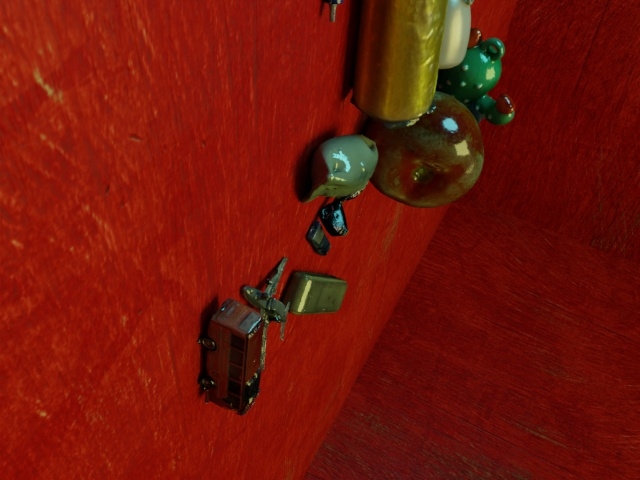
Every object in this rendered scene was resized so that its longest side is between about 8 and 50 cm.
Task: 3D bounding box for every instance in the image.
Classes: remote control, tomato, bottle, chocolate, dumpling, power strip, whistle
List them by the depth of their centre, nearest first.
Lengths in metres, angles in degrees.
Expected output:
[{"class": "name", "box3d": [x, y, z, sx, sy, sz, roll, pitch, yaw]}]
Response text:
[{"class": "whistle", "box3d": [0.020, -0.361, 0.938, 0.033, 0.029, 0.083, -73, 170, -56]}, {"class": "chocolate", "box3d": [0.144, -0.399, 1.058, 0.162, 0.162, 0.445, -56, 161, -35]}, {"class": "dumpling", "box3d": [0.034, -0.119, 1.199, 0.217, 0.105, 0.149, -40, 150, -61]}, {"class": "bottle", "box3d": [0.242, -0.485, 1.311, 0.147, 0.148, 0.236, -51, 154, -46]}, {"class": "chocolate", "box3d": [0.045, -0.079, 1.376, 0.070, 0.072, 0.147, 88, 23, -52]}, {"class": "remote control", "box3d": [-0.001, -0.001, 1.412, 0.043, 0.027, 0.152, -60, 162, -10]}, {"class": "tomato", "box3d": [0.227, -0.213, 1.440, 0.270, 0.270, 0.222, 96, -1, -48]}, {"class": "power strip", "box3d": [-0.005, 0.124, 1.525, 0.092, 0.066, 0.387, -69, 163, 0]}]

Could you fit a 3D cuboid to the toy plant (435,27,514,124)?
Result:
[{"class": "toy plant", "box3d": [0.323, -0.341, 1.553, 0.185, 0.279, 0.400, -14, 156, -27]}]

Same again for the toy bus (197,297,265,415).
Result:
[{"class": "toy bus", "box3d": [-0.146, 0.198, 1.070, 0.073, 0.096, 0.234, -49, 156, -43]}]

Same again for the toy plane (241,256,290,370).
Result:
[{"class": "toy plane", "box3d": [-0.097, 0.124, 1.203, 0.226, 0.058, 0.226, 72, 27, -69]}]
